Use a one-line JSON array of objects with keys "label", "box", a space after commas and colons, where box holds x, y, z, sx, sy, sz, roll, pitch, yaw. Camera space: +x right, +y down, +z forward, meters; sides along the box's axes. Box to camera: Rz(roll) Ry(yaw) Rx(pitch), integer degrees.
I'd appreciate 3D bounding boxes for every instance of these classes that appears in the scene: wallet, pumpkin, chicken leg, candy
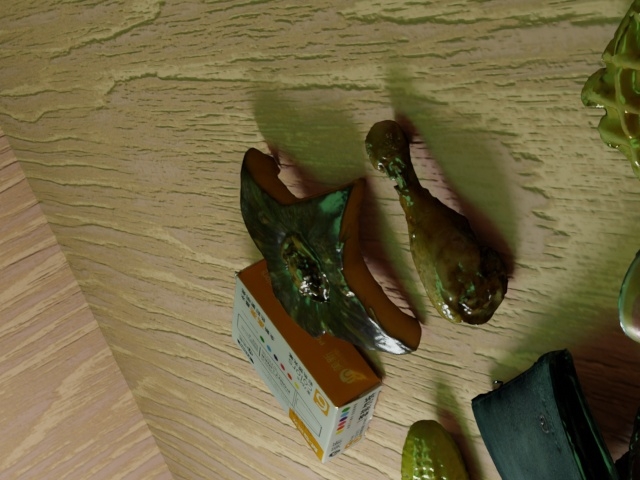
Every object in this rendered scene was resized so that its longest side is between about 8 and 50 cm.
[{"label": "wallet", "box": [0.240, 0.234, 1.390, 0.379, 0.046, 0.191, 100, 149, -76]}, {"label": "pumpkin", "box": [-0.005, 0.016, 1.711, 0.290, 0.095, 0.258, 14, 127, 56]}, {"label": "chicken leg", "box": [0.120, -0.019, 1.422, 0.252, 0.087, 0.107, 61, 166, 12]}, {"label": "candy", "box": [0.156, 0.325, 1.751, 0.106, 0.094, 0.199, 2, 120, 24]}]

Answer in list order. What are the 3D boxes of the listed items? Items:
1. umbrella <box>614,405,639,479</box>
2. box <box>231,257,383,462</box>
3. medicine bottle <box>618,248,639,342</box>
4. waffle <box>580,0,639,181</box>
[{"label": "umbrella", "box": [0.333, 0.209, 1.237, 0.326, 0.094, 0.090, 94, -176, -57]}, {"label": "box", "box": [-0.026, 0.179, 1.961, 0.274, 0.091, 0.221, 51, 157, 24]}, {"label": "medicine bottle", "box": [0.398, 0.100, 0.877, 0.426, 0.108, 0.108, 24, 138, 48]}, {"label": "waffle", "box": [0.309, -0.084, 0.973, 0.250, 0.056, 0.261, 54, 156, 15]}]
